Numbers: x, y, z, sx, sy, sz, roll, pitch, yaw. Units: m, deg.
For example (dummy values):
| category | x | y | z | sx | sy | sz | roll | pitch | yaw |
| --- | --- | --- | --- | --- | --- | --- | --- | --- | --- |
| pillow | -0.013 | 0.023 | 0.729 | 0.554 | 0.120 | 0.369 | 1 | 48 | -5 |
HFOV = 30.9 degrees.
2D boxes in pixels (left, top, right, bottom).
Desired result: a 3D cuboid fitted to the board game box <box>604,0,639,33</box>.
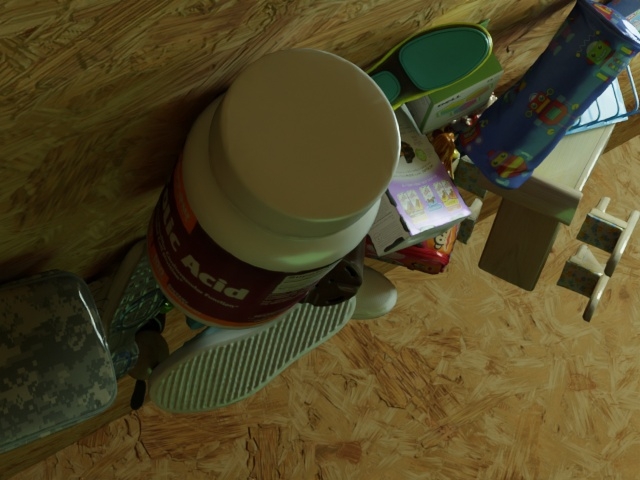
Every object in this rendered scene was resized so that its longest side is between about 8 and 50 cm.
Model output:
| category | x | y | z | sx | sy | sz | roll | pitch | yaw |
| --- | --- | --- | --- | --- | --- | --- | --- | --- | --- |
| board game box | 0.521 | -0.371 | 1.821 | 0.160 | 0.039 | 0.211 | -30 | 170 | 19 |

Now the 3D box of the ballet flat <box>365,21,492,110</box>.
| category | x | y | z | sx | sy | sz | roll | pitch | yaw |
| --- | --- | --- | --- | --- | --- | --- | --- | --- | --- |
| ballet flat | 0.106 | -0.209 | 1.439 | 0.231 | 0.077 | 0.077 | -28 | -167 | 19 |

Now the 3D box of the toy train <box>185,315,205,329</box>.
| category | x | y | z | sx | sy | sz | roll | pitch | yaw |
| --- | --- | --- | --- | --- | --- | --- | --- | --- | --- |
| toy train | -0.147 | 0.043 | 1.839 | 0.248 | 0.143 | 0.105 | -19 | 168 | -44 |

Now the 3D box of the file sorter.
| category | x | y | z | sx | sy | sz | roll | pitch | yaw |
| --- | --- | --- | --- | --- | --- | --- | --- | --- | --- |
| file sorter | 0.455 | -0.250 | 1.924 | 0.170 | 0.118 | 0.104 | -15 | 179 | -23 |

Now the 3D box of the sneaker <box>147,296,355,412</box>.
| category | x | y | z | sx | sy | sz | roll | pitch | yaw |
| --- | --- | --- | --- | --- | --- | --- | --- | --- | --- |
| sneaker | -0.122 | 0.152 | 1.899 | 0.366 | 0.135 | 0.150 | -27 | -148 | -7 |

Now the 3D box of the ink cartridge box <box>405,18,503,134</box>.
| category | x | y | z | sx | sy | sz | roll | pitch | yaw |
| --- | --- | --- | --- | --- | --- | --- | --- | --- | --- |
| ink cartridge box | 0.185 | -0.220 | 1.595 | 0.109 | 0.062 | 0.209 | -27 | 171 | -6 |

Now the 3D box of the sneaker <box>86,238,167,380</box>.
| category | x | y | z | sx | sy | sz | roll | pitch | yaw |
| --- | --- | --- | --- | --- | --- | --- | --- | --- | --- |
| sneaker | -0.325 | 0.100 | 1.772 | 0.111 | 0.129 | 0.297 | -15 | 146 | -48 |

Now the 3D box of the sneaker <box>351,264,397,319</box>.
| category | x | y | z | sx | sy | sz | roll | pitch | yaw |
| --- | --- | --- | --- | --- | --- | --- | --- | --- | --- |
| sneaker | -0.003 | 0.052 | 2.015 | 0.169 | 0.293 | 0.108 | 95 | 14 | -76 |

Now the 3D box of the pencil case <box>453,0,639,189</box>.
| category | x | y | z | sx | sy | sz | roll | pitch | yaw |
| --- | --- | --- | --- | --- | --- | --- | --- | --- | --- |
| pencil case | 0.332 | -0.214 | 1.681 | 0.306 | 0.119 | 0.133 | -50 | -169 | 27 |

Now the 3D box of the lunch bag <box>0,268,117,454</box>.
| category | x | y | z | sx | sy | sz | roll | pitch | yaw |
| --- | --- | --- | --- | --- | --- | --- | --- | --- | --- |
| lunch bag | -0.454 | 0.174 | 1.516 | 0.305 | 0.212 | 0.256 | -19 | -176 | -42 |

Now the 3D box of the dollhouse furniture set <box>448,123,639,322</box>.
| category | x | y | z | sx | sy | sz | roll | pitch | yaw |
| --- | --- | --- | --- | --- | --- | --- | --- | --- | --- |
| dollhouse furniture set | 0.373 | -0.042 | 2.091 | 0.256 | 0.362 | 0.394 | -53 | 163 | -42 |

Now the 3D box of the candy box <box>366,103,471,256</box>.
| category | x | y | z | sx | sy | sz | roll | pitch | yaw |
| --- | --- | --- | --- | --- | --- | --- | --- | --- | --- |
| candy box | 0.105 | -0.091 | 1.653 | 0.070 | 0.196 | 0.165 | -36 | 168 | 38 |

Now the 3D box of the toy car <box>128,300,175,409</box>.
| category | x | y | z | sx | sy | sz | roll | pitch | yaw |
| --- | --- | --- | --- | --- | --- | --- | --- | --- | --- |
| toy car | -0.313 | 0.183 | 1.939 | 0.149 | 0.188 | 0.155 | 2 | 153 | -43 |

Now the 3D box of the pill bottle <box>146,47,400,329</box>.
| category | x | y | z | sx | sy | sz | roll | pitch | yaw |
| --- | --- | --- | --- | --- | --- | --- | --- | --- | --- |
| pill bottle | -0.063 | -0.047 | 1.318 | 0.224 | 0.224 | 0.392 | -24 | 170 | -23 |

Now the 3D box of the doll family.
| category | x | y | z | sx | sy | sz | roll | pitch | yaw |
| --- | --- | --- | --- | --- | --- | --- | --- | --- | --- |
| doll family | 0.206 | -0.153 | 1.859 | 0.263 | 0.118 | 0.163 | -22 | 169 | -33 |

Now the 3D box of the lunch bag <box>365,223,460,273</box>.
| category | x | y | z | sx | sy | sz | roll | pitch | yaw |
| --- | --- | --- | --- | --- | --- | --- | --- | --- | --- |
| lunch bag | 0.105 | -0.028 | 1.992 | 0.258 | 0.120 | 0.293 | 16 | 176 | 5 |

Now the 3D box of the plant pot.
| category | x | y | z | sx | sy | sz | roll | pitch | yaw |
| --- | --- | --- | --- | --- | --- | --- | --- | --- | --- |
| plant pot | 0.000 | 0.000 | 1.743 | 0.167 | 0.165 | 0.167 | 0 | 140 | 0 |
